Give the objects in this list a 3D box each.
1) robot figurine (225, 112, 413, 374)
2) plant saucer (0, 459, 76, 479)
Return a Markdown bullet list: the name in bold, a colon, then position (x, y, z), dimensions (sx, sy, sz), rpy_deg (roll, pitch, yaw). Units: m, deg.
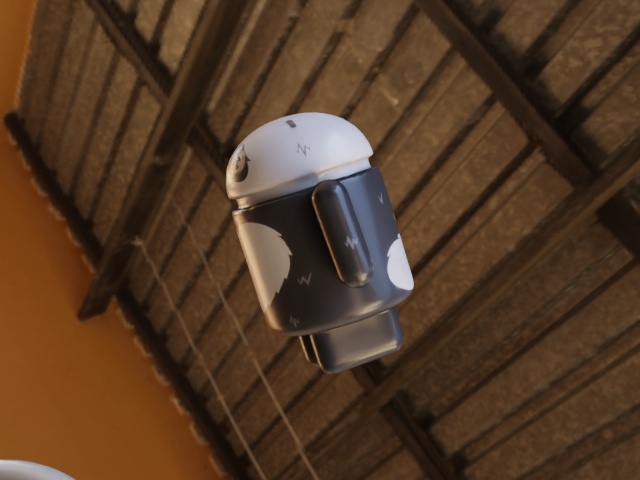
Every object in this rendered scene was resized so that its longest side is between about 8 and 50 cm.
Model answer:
- **robot figurine**: position (-0.003, 0.001, 0.957), dimensions (0.209, 0.173, 0.278), rpy_deg (-13, -84, 37)
- **plant saucer**: position (-0.231, 0.313, 0.451), dimensions (0.400, 0.400, 0.100), rpy_deg (9, -35, 45)
